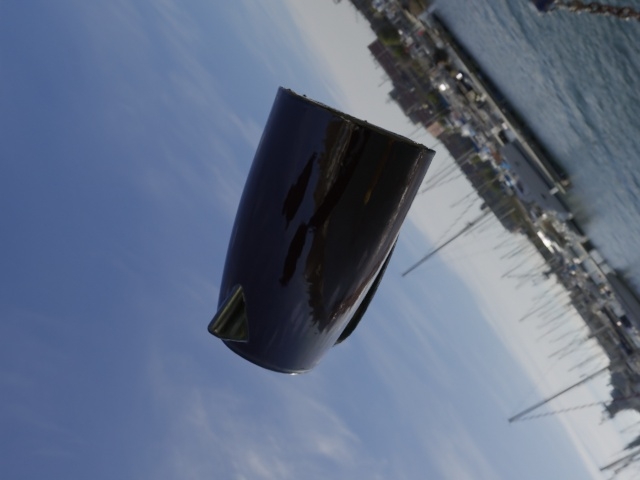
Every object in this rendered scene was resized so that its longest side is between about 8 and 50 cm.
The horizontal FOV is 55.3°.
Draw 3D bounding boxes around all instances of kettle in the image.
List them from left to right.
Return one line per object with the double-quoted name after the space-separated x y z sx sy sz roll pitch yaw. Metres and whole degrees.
0.000 0.000 0.560 0.144 0.232 0.202 31 -165 30 "kettle"
